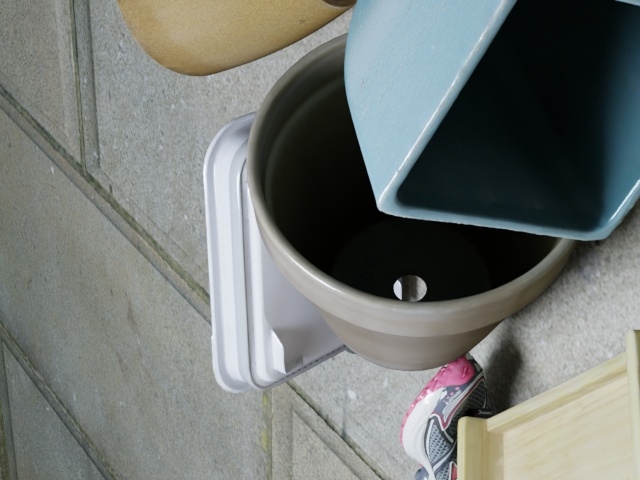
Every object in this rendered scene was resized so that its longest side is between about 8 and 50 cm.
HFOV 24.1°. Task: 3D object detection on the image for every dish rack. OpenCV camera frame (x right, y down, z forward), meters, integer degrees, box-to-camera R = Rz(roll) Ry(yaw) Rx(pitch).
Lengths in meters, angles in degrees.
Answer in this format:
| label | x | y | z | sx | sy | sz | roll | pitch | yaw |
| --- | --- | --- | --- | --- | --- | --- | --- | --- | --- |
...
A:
| label | x | y | z | sx | sy | sz | roll | pitch | yaw |
| --- | --- | --- | --- | --- | --- | --- | --- | --- | --- |
| dish rack | 0.000 | 0.000 | 1.676 | 0.072 | 0.285 | 0.333 | 22 | 125 | 41 |

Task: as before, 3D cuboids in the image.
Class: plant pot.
| label | x | y | z | sx | sy | sz | roll | pitch | yaw |
| --- | --- | --- | --- | --- | --- | --- | --- | --- | --- |
| plant pot | 0.097 | -0.011 | 1.500 | 0.323 | 0.323 | 0.280 | 59 | 167 | 26 |
| plant pot | -0.066 | -0.314 | 1.712 | 0.254 | 0.237 | 0.237 | 1 | 107 | 45 |
| plant pot | 0.161 | -0.183 | 1.268 | 0.247 | 0.247 | 0.252 | -59 | 39 | 35 |

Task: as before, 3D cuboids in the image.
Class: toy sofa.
| label | x | y | z | sx | sy | sz | roll | pitch | yaw |
| --- | --- | --- | --- | --- | --- | --- | --- | --- | --- |
| toy sofa | 0.283 | 0.210 | 1.427 | 0.362 | 0.177 | 0.150 | 137 | 138 | -60 |

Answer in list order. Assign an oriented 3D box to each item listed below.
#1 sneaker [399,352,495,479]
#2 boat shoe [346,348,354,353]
| label | x | y | z | sx | sy | sz | roll | pitch | yaw |
| --- | --- | --- | --- | --- | --- | --- | --- | --- | --- |
| sneaker | 0.169 | 0.242 | 1.669 | 0.112 | 0.121 | 0.299 | 28 | 144 | 34 |
| boat shoe | 0.006 | 0.042 | 1.893 | 0.219 | 0.077 | 0.070 | 66 | 151 | 11 |
